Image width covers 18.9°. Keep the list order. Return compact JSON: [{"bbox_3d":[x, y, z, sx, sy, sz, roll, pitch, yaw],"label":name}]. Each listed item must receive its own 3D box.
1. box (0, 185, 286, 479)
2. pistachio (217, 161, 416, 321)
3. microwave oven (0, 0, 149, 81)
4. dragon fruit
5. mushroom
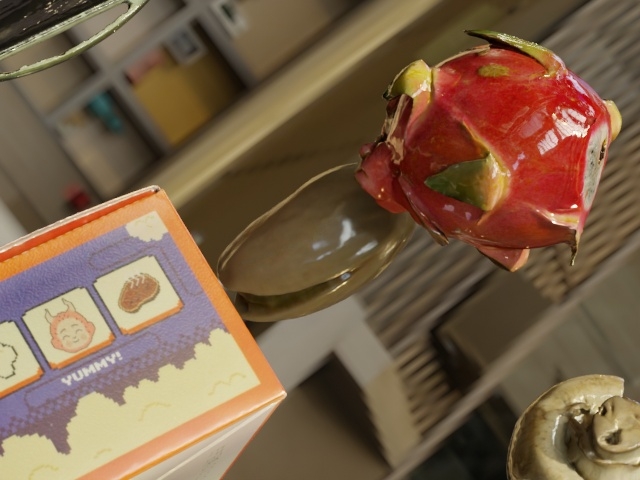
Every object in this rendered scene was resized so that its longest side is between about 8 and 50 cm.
[{"bbox_3d":[-0.263,0.168,1.878,0.318,0.257,0.349,-28,167,-25],"label":"box"},{"bbox_3d":[0.000,0.000,1.958,0.226,0.136,0.136,-32,-169,1],"label":"pistachio"},{"bbox_3d":[-0.338,-0.363,1.963,0.394,0.333,0.247,-29,169,-25],"label":"microwave oven"},{"bbox_3d":[0.161,-0.086,1.810,0.227,0.224,0.224,20,-139,22],"label":"dragon fruit"},{"bbox_3d":[0.335,0.290,2.459,0.189,0.254,0.195,-12,147,-9],"label":"mushroom"}]
